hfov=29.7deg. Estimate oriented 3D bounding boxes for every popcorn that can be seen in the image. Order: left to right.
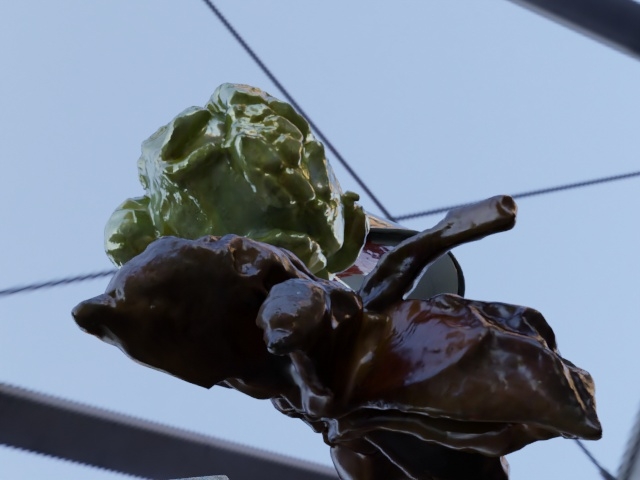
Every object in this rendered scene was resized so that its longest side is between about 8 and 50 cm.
[{"bbox_3d":[-0.042,-0.024,0.701,0.163,0.141,0.135,4,-110,-14],"label":"popcorn"}]

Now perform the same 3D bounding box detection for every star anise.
[{"bbox_3d":[0.007,0.048,0.502,0.213,0.196,0.111,13,-120,10],"label":"star anise"}]

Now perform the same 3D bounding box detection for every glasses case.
[{"bbox_3d":[-0.002,0.001,1.246,0.128,0.308,0.083,-12,-60,-51],"label":"glasses case"}]

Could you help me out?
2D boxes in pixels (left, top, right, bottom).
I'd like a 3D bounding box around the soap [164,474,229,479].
[{"bbox_3d":[-0.071,0.248,0.726,0.091,0.145,0.230,-8,-115,-36],"label":"soap"}]
